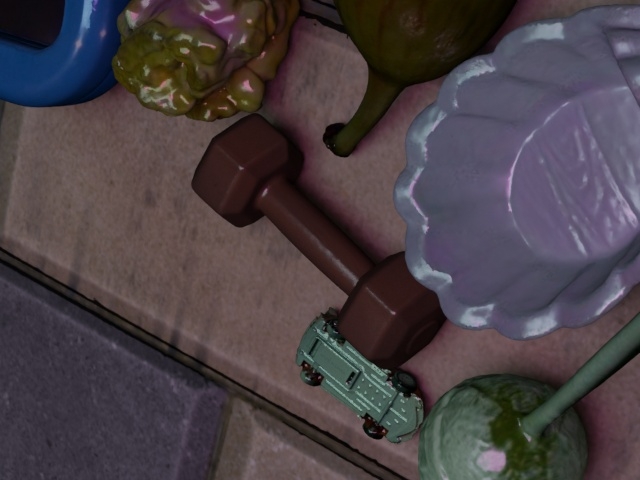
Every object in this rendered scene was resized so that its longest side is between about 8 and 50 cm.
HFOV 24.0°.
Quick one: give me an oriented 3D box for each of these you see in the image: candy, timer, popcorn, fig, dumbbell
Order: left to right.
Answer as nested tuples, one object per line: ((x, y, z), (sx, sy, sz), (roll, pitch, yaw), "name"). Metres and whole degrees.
((-0.274, -0.285, 1.294), (0.340, 0.115, 0.309), (19, 108, 32), "timer")
((-0.093, -0.161, 1.181), (0.126, 0.126, 0.145), (49, 116, 27), "popcorn")
((0.000, 0.000, 1.162), (0.231, 0.092, 0.082), (43, 92, 22), "dumbbell")
((0.045, -0.151, 1.071), (0.151, 0.151, 0.259), (41, 122, 24), "fig")
((0.170, 0.084, 0.938), (0.119, 0.119, 0.440), (56, 152, 15), "candy")

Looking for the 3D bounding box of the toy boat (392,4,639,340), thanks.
((0.181, -0.054, 1.006), (0.290, 0.100, 0.199), (-37, 72, 37), "toy boat")

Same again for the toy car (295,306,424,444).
((0.034, 0.108, 1.186), (0.122, 0.035, 0.059), (38, 118, 16), "toy car")
